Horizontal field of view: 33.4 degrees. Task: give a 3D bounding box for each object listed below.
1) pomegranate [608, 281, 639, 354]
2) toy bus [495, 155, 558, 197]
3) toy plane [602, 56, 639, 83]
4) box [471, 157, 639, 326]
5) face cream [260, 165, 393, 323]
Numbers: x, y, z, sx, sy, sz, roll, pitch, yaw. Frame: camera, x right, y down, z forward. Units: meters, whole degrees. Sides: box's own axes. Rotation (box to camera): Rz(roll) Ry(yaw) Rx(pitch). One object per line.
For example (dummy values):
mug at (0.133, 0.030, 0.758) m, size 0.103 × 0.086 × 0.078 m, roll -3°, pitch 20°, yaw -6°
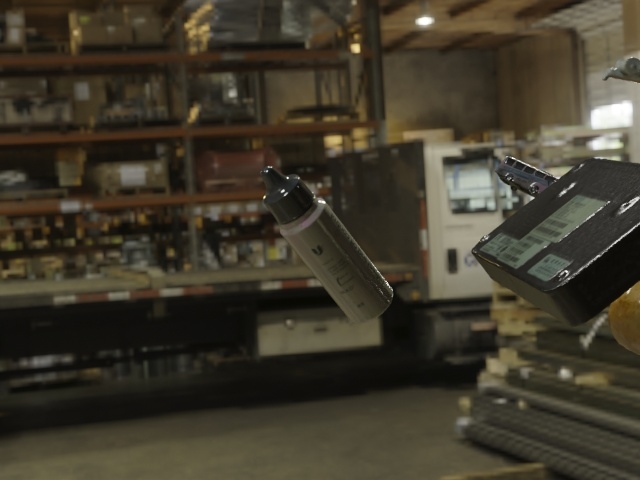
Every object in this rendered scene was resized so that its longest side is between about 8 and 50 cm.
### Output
pomegranate at (0.612, 0.120, 1.925) m, size 0.196 × 0.196 × 0.196 m, roll -4°, pitch 1°, yaw 0°
toy bus at (0.372, -0.106, 1.899) m, size 0.131 × 0.052 × 0.037 m, roll 32°, pitch -11°, yaw 43°
toy plane at (0.608, -0.264, 1.830) m, size 0.245 × 0.117 × 0.244 m, roll 14°, pitch 6°, yaw -2°
box at (0.311, -0.011, 1.271) m, size 0.211 × 0.058 × 0.350 m, roll -40°, pitch 9°, yaw -1°
face cream at (0.000, 0.000, 1.722) m, size 0.092 × 0.311 × 0.092 m, roll -31°, pitch 25°, yaw 17°
